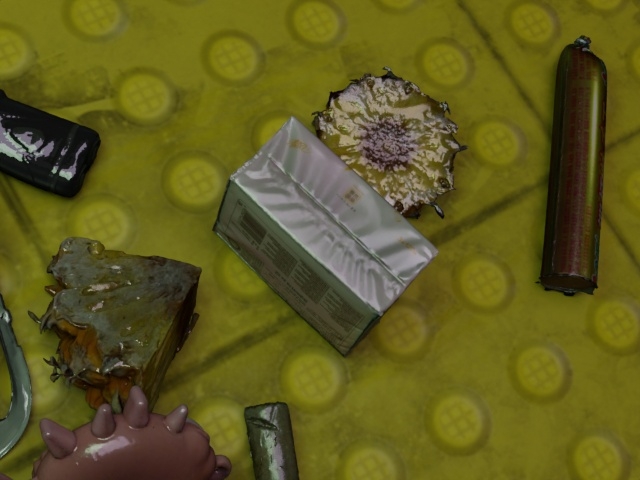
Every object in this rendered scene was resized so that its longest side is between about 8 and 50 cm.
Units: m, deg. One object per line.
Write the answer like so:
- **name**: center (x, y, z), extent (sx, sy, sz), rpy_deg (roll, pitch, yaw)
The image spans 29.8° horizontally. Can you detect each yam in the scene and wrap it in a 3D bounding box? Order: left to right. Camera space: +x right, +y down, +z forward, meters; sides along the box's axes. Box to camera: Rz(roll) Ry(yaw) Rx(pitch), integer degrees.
- **yam**: center (-0.053, 0.244, 1.346), extent (0.054, 0.054, 0.132), rpy_deg (-5, 72, -15)

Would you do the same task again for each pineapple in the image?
- **pineapple**: center (-0.217, 0.084, 1.322), extent (0.186, 0.114, 0.236), rpy_deg (-12, 57, -23)
- **pineapple**: center (0.085, -0.112, 1.523), extent (0.221, 0.047, 0.221), rpy_deg (3, 71, -9)

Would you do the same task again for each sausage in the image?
- **sausage**: center (0.333, -0.108, 1.564), extent (0.082, 0.082, 0.371), rpy_deg (13, 67, -8)

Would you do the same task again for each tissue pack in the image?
- **tissue pack**: center (0.000, 0.000, 1.380), extent (0.225, 0.185, 0.124), rpy_deg (43, 69, 5)

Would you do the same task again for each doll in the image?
- **doll**: center (-0.214, 0.245, 1.233), extent (0.262, 0.211, 0.093), rpy_deg (-6, 38, -21)

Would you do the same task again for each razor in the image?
- **razor**: center (-0.340, -0.113, 1.411), extent (0.148, 0.054, 0.090), rpy_deg (23, 66, -3)

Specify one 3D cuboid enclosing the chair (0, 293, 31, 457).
- **chair**: center (-0.418, 0.100, 1.242), extent (0.203, 0.275, 0.190), rpy_deg (-17, 51, -17)
